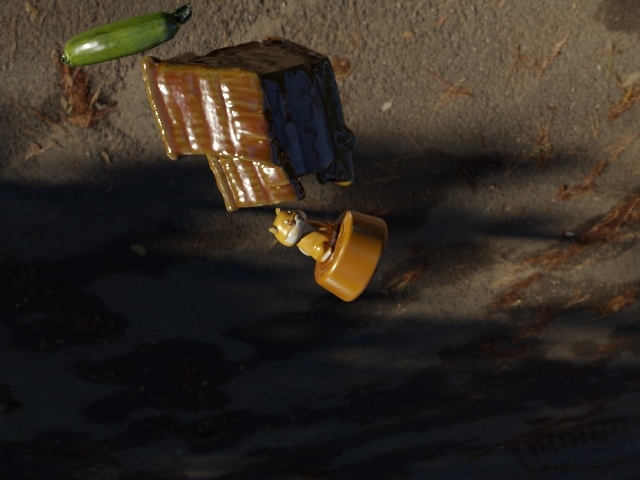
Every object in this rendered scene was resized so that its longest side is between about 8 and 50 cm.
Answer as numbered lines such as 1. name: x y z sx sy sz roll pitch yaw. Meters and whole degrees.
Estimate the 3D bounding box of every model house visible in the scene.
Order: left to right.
1. model house: -0.099 -0.154 0.731 0.229 0.219 0.200 -18 115 -24

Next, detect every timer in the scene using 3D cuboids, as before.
1. timer: 0.000 0.000 0.803 0.152 0.132 0.132 24 136 -14

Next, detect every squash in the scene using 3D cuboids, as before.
1. squash: -0.411 -0.414 1.143 0.318 0.080 0.071 -13 146 12
